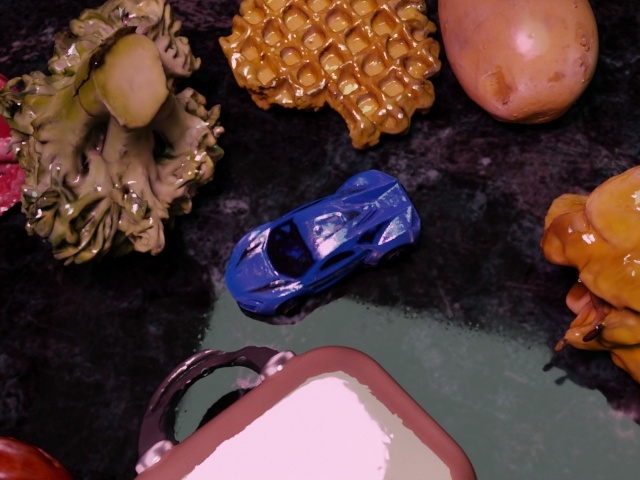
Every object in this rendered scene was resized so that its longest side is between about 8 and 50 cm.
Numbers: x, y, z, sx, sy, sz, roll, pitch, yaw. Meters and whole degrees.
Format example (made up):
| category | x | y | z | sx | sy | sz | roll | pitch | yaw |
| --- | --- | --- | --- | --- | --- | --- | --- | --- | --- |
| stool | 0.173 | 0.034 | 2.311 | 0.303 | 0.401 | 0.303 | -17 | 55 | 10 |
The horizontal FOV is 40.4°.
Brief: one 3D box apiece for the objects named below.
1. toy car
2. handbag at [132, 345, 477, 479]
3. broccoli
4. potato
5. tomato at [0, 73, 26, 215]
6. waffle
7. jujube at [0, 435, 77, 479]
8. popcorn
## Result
| category | x | y | z | sx | sy | sz | roll | pitch | yaw |
| --- | --- | --- | --- | --- | --- | --- | --- | --- | --- |
| toy car | 0.000 | 0.000 | 0.907 | 0.216 | 0.063 | 0.103 | -27 | 68 | -5 |
| handbag | -0.042 | 0.219 | 0.780 | 0.302 | 0.149 | 0.283 | -37 | 71 | -7 |
| broccoli | -0.193 | -0.126 | 0.882 | 0.247 | 0.245 | 0.288 | -14 | 90 | -28 |
| potato | 0.217 | -0.236 | 0.948 | 0.150 | 0.146 | 0.234 | -1 | 63 | -27 |
| tomato | -0.401 | -0.114 | 0.982 | 0.173 | 0.099 | 0.189 | 8 | 108 | -8 |
| waffle | 0.010 | -0.216 | 0.999 | 0.253 | 0.056 | 0.249 | -4 | 67 | 2 |
| jujube | -0.259 | 0.317 | 0.721 | 0.223 | 0.223 | 0.318 | -32 | 71 | -7 |
| popcorn | 0.324 | 0.028 | 0.797 | 0.253 | 0.190 | 0.191 | 24 | 64 | 18 |
